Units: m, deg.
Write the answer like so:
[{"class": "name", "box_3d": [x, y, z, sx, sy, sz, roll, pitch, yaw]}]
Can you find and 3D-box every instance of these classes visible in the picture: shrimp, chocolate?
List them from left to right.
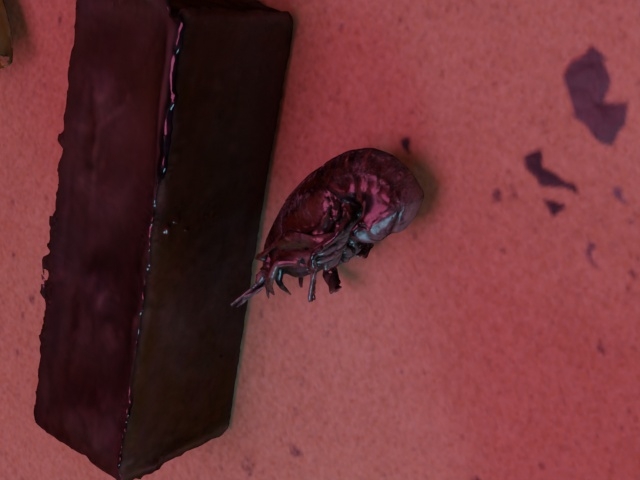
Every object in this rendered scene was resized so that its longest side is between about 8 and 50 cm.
[{"class": "chocolate", "box_3d": [-0.098, -0.016, 1.135, 0.112, 0.112, 0.321, 27, 117, 39]}, {"class": "shrimp", "box_3d": [0.000, 0.000, 1.080, 0.065, 0.056, 0.165, 53, 133, 14]}]

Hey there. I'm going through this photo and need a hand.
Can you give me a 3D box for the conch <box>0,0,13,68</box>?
[{"class": "conch", "box_3d": [-0.315, -0.230, 1.309, 0.143, 0.137, 0.251, -20, 105, 18]}]
